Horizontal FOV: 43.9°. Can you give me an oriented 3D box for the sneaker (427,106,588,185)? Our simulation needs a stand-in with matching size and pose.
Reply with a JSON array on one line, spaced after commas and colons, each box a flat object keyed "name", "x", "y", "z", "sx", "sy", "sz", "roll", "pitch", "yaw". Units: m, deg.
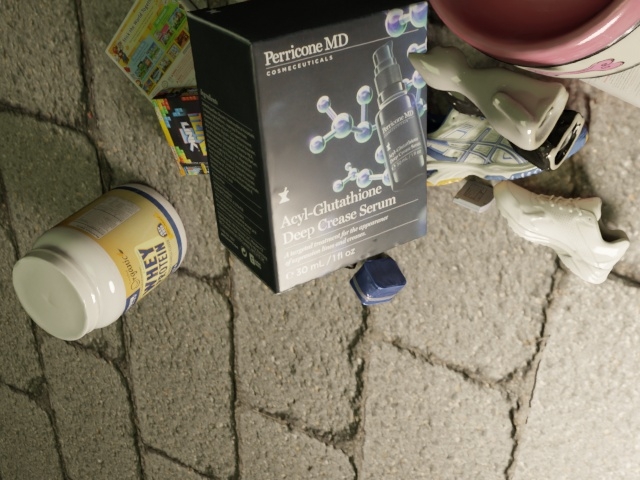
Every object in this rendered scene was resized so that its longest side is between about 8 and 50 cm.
[{"name": "sneaker", "x": 0.255, "y": -0.167, "z": 1.227, "sx": 0.296, "sy": 0.112, "sz": 0.131, "roll": -7, "pitch": 114, "yaw": 34}]

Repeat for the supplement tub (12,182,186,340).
[{"name": "supplement tub", "x": -0.453, "y": 0.041, "z": 1.654, "sx": 0.228, "sy": 0.316, "sz": 0.228, "roll": 16, "pitch": 126, "yaw": 23}]

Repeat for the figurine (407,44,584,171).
[{"name": "figurine", "x": 0.231, "y": -0.191, "z": 1.081, "sx": 0.209, "sy": 0.215, "sz": 0.092, "roll": 32, "pitch": 98, "yaw": 26}]

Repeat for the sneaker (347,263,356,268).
[{"name": "sneaker", "x": 0.000, "y": 0.000, "z": 1.527, "sx": 0.178, "sy": 0.072, "sz": 0.077, "roll": 38, "pitch": 143, "yaw": 16}]

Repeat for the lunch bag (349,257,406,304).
[{"name": "lunch bag", "x": 0.108, "y": 0.078, "z": 1.484, "sx": 0.065, "sy": 0.098, "sz": 0.067, "roll": -50, "pitch": 57, "yaw": 38}]

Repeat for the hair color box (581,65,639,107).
[{"name": "hair color box", "x": 0.407, "y": -0.253, "z": 1.123, "sx": 0.141, "sy": 0.043, "sz": 0.072, "roll": 29, "pitch": 130, "yaw": 11}]

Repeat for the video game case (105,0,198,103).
[{"name": "video game case", "x": -0.287, "y": -0.355, "z": 1.498, "sx": 0.206, "sy": 0.026, "sz": 0.227, "roll": 48, "pitch": 132, "yaw": -3}]

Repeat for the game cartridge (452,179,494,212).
[{"name": "game cartridge", "x": 0.255, "y": -0.072, "z": 1.303, "sx": 0.056, "sy": 0.083, "sz": 0.017, "roll": 22, "pitch": 123, "yaw": 19}]

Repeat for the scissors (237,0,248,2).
[{"name": "scissors", "x": -0.106, "y": -0.391, "z": 1.366, "sx": 0.297, "sy": 0.021, "sz": 0.109, "roll": 21, "pitch": 129, "yaw": 18}]

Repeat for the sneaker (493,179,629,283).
[{"name": "sneaker", "x": 0.385, "y": -0.040, "z": 1.254, "sx": 0.232, "sy": 0.090, "sz": 0.115, "roll": 33, "pitch": 124, "yaw": -2}]

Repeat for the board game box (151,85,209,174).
[{"name": "board game box", "x": -0.228, "y": -0.208, "z": 1.516, "sx": 0.141, "sy": 0.048, "sz": 0.170, "roll": 1, "pitch": 127, "yaw": 27}]

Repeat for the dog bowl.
[{"name": "dog bowl", "x": 0.285, "y": -0.396, "z": 0.958, "sx": 0.407, "sy": 0.150, "sz": 0.408, "roll": 16, "pitch": 114, "yaw": 40}]

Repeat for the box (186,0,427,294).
[{"name": "box", "x": -0.009, "y": -0.168, "z": 1.229, "sx": 0.212, "sy": 0.293, "sz": 0.396, "roll": 37, "pitch": 140, "yaw": 49}]
